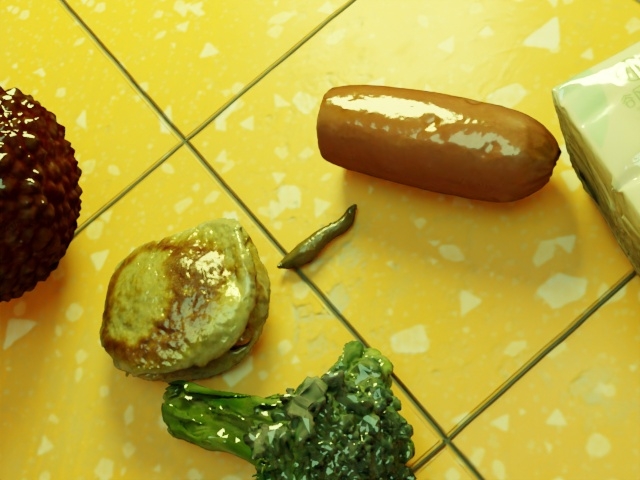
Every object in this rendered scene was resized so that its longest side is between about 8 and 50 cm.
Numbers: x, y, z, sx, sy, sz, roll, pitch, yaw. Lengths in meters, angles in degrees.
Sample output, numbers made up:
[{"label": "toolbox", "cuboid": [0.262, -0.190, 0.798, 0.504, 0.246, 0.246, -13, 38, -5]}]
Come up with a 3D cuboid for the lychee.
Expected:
[{"label": "lychee", "cuboid": [-0.412, -0.042, 0.985, 0.264, 0.264, 0.300, 42, 108, 28]}]

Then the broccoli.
[{"label": "broccoli", "cuboid": [-0.030, 0.164, 0.842, 0.274, 0.177, 0.198, 29, 74, 44]}]

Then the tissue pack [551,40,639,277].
[{"label": "tissue pack", "cuboid": [0.429, -0.089, 0.762, 0.356, 0.194, 0.266, -27, 57, 9]}]

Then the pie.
[{"label": "pie", "cuboid": [-0.153, 0.064, 0.950, 0.205, 0.084, 0.179, -18, 62, 12]}]

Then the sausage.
[{"label": "sausage", "cuboid": [0.126, -0.105, 0.925, 0.259, 0.113, 0.114, 15, 72, 24]}]

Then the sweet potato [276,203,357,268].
[{"label": "sweet potato", "cuboid": [0.000, 0.000, 0.966, 0.115, 0.026, 0.026, -36, 61, -4]}]
